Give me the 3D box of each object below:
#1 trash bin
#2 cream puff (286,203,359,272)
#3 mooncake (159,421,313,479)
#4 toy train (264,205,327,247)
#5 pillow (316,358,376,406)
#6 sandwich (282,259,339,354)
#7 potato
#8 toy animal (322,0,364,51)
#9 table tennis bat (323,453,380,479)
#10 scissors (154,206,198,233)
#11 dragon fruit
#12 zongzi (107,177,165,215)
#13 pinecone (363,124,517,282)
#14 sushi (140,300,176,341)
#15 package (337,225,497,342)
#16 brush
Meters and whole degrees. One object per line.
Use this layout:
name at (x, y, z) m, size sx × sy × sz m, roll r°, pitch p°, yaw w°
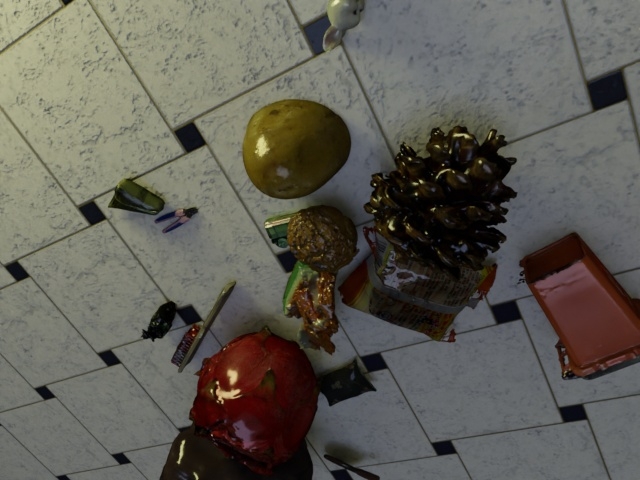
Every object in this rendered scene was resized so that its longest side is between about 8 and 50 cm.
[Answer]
trash bin at (0.479, 0.124, 0.924) m, size 0.184 × 0.161 × 0.238 m, roll -36°, pitch 99°, yaw 28°
cream puff at (0.001, 0.000, 0.941) m, size 0.144 × 0.103 × 0.126 m, roll 45°, pitch 116°, yaw -10°
mooncake at (-0.203, 0.583, 1.232) m, size 0.381 × 0.350 × 0.212 m, roll 5°, pitch 130°, yaw -16°
toy train at (-0.040, -0.026, 1.018) m, size 0.148 × 0.038 × 0.071 m, roll -12°, pitch 117°, yaw 19°
pillow at (0.054, 0.353, 1.217) m, size 0.150 × 0.048 × 0.090 m, roll -29°, pitch 113°, yaw 29°
sandwich at (-0.015, 0.133, 1.039) m, size 0.109 × 0.160 × 0.184 m, roll 4°, pitch 132°, yaw -11°
potato at (-0.055, -0.146, 0.885) m, size 0.204 × 0.158 × 0.178 m, roll 16°, pitch 124°, yaw -1°
toy animal at (0.032, -0.373, 0.772) m, size 0.085 × 0.071 × 0.124 m, roll -11°, pitch 117°, yaw 18°
table tennis bat at (0.104, 0.578, 1.366) m, size 0.170 × 0.119 × 0.107 m, roll 9°, pitch 152°, yaw 34°
scissors at (-0.313, -0.049, 1.083) m, size 0.113 × 0.012 × 0.039 m, roll -22°, pitch 113°, yaw 24°
dragon fruit at (-0.145, 0.361, 1.126) m, size 0.296 × 0.301 × 0.295 m, roll 8°, pitch 129°, yaw 9°
zongzi at (-0.401, -0.074, 1.073) m, size 0.104 × 0.052 × 0.113 m, roll 35°, pitch 135°, yaw -15°
pinecone at (0.199, -0.070, 0.832) m, size 0.244 × 0.243 × 0.257 m, roll 14°, pitch 92°, yaw 5°
sushi at (-0.390, 0.201, 1.210) m, size 0.056 × 0.084 × 0.083 m, roll 36°, pitch 120°, yaw -10°
package at (0.186, 0.101, 1.001) m, size 0.288 × 0.108 × 0.223 m, roll 21°, pitch 126°, yaw -1°
brush at (-0.292, 0.208, 1.208) m, size 0.050 × 0.060 × 0.321 m, roll 37°, pitch 122°, yaw 3°
